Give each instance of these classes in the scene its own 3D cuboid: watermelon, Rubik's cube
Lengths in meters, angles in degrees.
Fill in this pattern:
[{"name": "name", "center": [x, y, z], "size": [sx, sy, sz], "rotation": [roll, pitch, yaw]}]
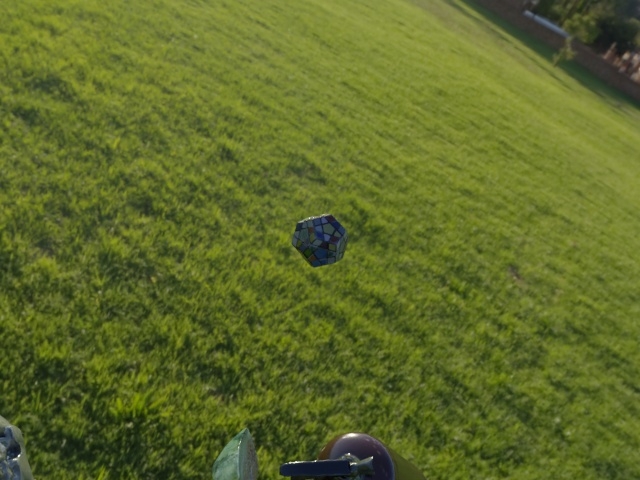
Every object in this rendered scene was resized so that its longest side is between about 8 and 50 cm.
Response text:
[{"name": "watermelon", "center": [-0.149, 0.419, 1.119], "size": [0.094, 0.081, 0.180], "rotation": [51, 9, 1]}, {"name": "Rubik's cube", "center": [0.000, 0.000, 1.173], "size": [0.093, 0.111, 0.111], "rotation": [18, 27, 18]}]

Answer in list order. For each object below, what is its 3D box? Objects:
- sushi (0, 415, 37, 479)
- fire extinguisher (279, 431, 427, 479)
[{"name": "sushi", "center": [-0.713, 0.465, 1.244], "size": [0.348, 0.208, 0.234], "rotation": [66, -6, -14]}, {"name": "fire extinguisher", "center": [0.063, 0.345, 0.871], "size": [0.337, 0.136, 0.114], "rotation": [56, 25, -56]}]
